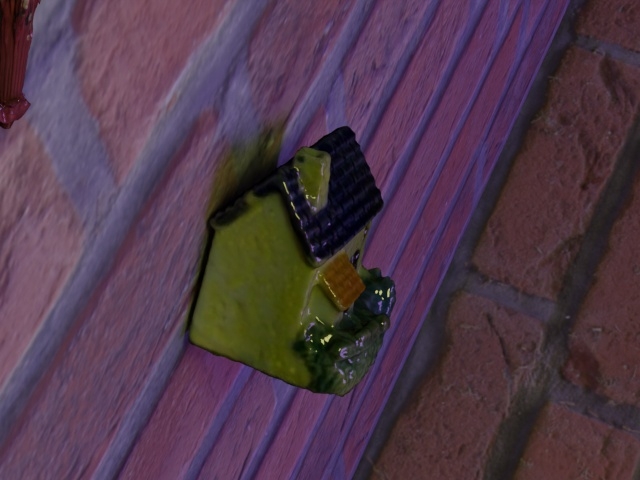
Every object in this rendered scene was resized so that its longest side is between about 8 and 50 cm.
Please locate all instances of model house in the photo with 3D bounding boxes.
[{"bbox_3d":[0.000,0.000,1.248,0.194,0.170,0.211,-40,147,-60],"label":"model house"}]

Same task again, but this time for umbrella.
[{"bbox_3d":[-0.163,-0.134,0.725,0.027,0.025,0.165,-89,-168,-59],"label":"umbrella"}]
